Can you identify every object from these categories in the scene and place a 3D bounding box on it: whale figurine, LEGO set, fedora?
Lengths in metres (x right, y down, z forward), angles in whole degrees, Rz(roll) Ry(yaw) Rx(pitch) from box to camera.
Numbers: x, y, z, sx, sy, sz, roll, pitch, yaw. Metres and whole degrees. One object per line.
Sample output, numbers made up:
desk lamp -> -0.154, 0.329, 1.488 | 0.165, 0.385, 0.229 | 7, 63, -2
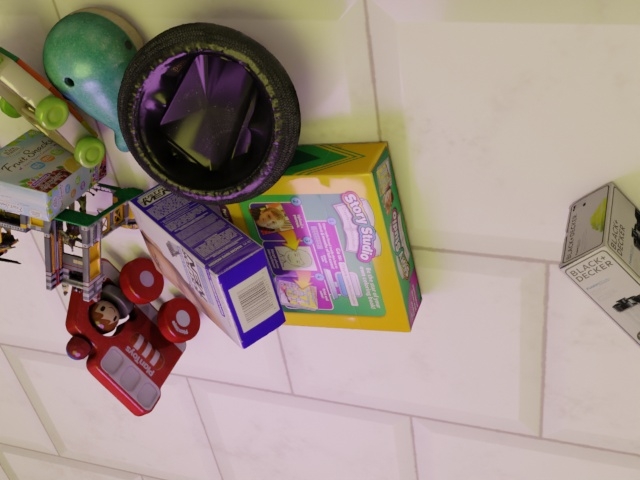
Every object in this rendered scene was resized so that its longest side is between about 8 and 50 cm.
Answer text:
whale figurine -> -0.378, -0.262, 1.470 | 0.216, 0.141, 0.272 | -3, 124, 26
LEGO set -> -0.516, -0.006, 1.687 | 0.331, 0.255, 0.192 | 10, 116, 6
fedora -> -0.169, -0.224, 1.402 | 0.334, 0.152, 0.334 | 9, 127, 12

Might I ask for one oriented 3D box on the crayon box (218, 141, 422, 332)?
crayon box -> 0.000, 0.000, 1.562 | 0.313, 0.106, 0.363 | 0, 128, 23

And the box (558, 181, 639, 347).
box -> 0.515, 0.066, 1.345 | 0.290, 0.169, 0.087 | 42, 133, -13

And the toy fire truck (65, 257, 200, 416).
toy fire truck -> -0.423, 0.197, 1.822 | 0.169, 0.254, 0.302 | -22, 117, 37

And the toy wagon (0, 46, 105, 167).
toy wagon -> -0.526, -0.261, 1.482 | 0.267, 0.068, 0.344 | 31, 166, 31

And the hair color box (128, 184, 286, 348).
hair color box -> -0.217, 0.036, 1.576 | 0.339, 0.110, 0.185 | 36, 149, 45

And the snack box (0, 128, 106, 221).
snack box -> -0.540, -0.129, 1.615 | 0.174, 0.207, 0.070 | 15, 122, 13
